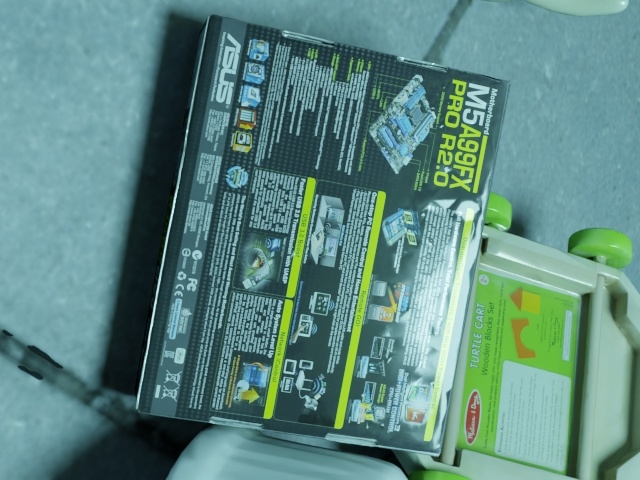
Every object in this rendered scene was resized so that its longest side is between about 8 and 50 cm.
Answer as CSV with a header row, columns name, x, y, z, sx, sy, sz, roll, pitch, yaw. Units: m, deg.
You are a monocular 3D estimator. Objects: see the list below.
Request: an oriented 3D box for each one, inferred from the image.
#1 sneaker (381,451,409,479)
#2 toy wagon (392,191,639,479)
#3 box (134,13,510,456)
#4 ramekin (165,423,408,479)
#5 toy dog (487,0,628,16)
name,x,y,z,sx,sy,sz,roll,pitch,yaw
sneaker,0.142,0.113,0.917,0.281,0.106,0.162,-20,94,-36
toy wagon,0.133,0.092,0.833,0.345,0.068,0.267,17,65,-10
box,0.000,0.000,0.701,0.216,0.060,0.270,10,91,-12
ramekin,-0.020,0.266,0.668,0.277,0.135,0.277,4,90,-75
toy dog,0.195,-0.281,0.658,0.284,0.408,0.395,-49,127,-24
